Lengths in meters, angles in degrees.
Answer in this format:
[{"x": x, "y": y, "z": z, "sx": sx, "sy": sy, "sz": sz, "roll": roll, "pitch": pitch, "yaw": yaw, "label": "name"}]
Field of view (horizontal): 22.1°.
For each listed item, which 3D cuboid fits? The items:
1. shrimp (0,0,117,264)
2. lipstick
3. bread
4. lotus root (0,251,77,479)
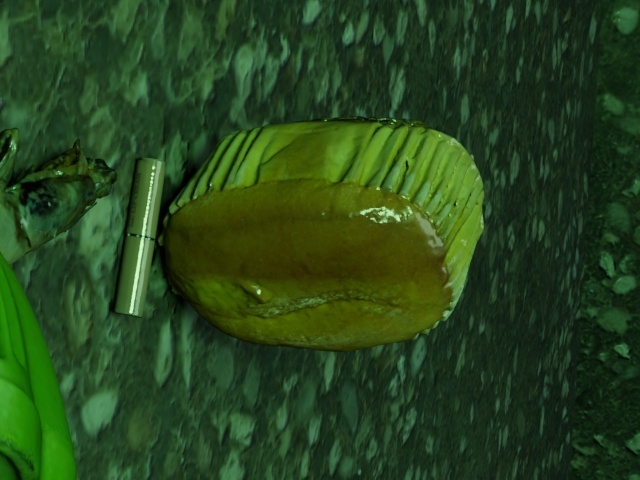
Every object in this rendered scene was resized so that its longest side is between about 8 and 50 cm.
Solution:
[{"x": -0.151, "y": -0.062, "z": 0.814, "sx": 0.195, "sy": 0.035, "sz": 0.147, "roll": -33, "pitch": 125, "yaw": -64, "label": "shrimp"}, {"x": -0.107, "y": -0.002, "z": 0.970, "sx": 0.019, "sy": 0.019, "sz": 0.094, "roll": 25, "pitch": 72, "yaw": -70, "label": "lipstick"}, {"x": 0.000, "y": 0.000, "z": 1.016, "sx": 0.114, "sy": 0.190, "sz": 0.132, "roll": -66, "pitch": 147, "yaw": -48, "label": "bread"}, {"x": -0.178, "y": 0.031, "z": 0.602, "sx": 0.186, "sy": 0.186, "sz": 0.186, "roll": 6, "pitch": 90, "yaw": -71, "label": "lotus root"}]
